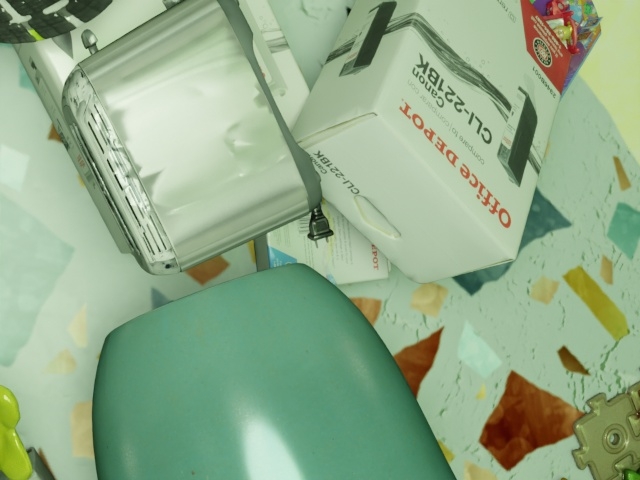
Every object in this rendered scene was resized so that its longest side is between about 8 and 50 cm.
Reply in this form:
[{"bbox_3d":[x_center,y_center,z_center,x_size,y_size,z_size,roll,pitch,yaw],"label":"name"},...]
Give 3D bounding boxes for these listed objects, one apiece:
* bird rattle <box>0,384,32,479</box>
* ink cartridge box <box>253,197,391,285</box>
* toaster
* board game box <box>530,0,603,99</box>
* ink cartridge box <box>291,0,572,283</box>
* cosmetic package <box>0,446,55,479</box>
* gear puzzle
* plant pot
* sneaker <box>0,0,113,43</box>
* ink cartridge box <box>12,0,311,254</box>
[{"bbox_3d":[-0.356,0.118,0.787,0.207,0.143,0.253,-44,67,13],"label":"bird rattle"},{"bbox_3d":[0.000,0.000,0.979,0.122,0.052,0.089,-6,92,-19],"label":"ink cartridge box"},{"bbox_3d":[-0.101,-0.070,0.779,0.146,0.129,0.227,-28,102,-13],"label":"toaster"},{"bbox_3d":[0.238,-0.224,1.079,0.133,0.033,0.169,37,77,-16],"label":"board game box"},{"bbox_3d":[0.109,-0.127,0.918,0.197,0.114,0.273,43,52,-27],"label":"ink cartridge box"},{"bbox_3d":[-0.235,0.313,0.863,0.127,0.107,0.238,-35,104,-14],"label":"cosmetic package"},{"bbox_3d":[0.369,0.237,1.114,0.339,0.044,0.175,-26,98,-18],"label":"gear puzzle"},{"bbox_3d":[-0.056,0.157,0.845,0.293,0.293,0.235,-18,82,-19],"label":"plant pot"},{"bbox_3d":[-0.168,-0.267,0.774,0.300,0.121,0.111,-39,123,2],"label":"sneaker"},{"bbox_3d":[-0.140,-0.155,0.894,0.207,0.117,0.283,-29,99,-18],"label":"ink cartridge box"}]
